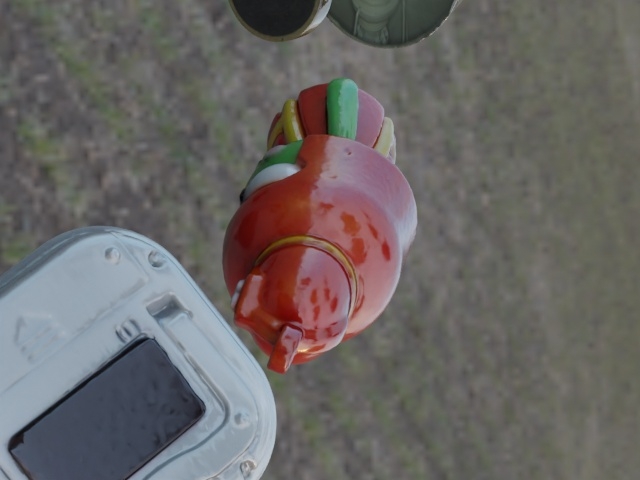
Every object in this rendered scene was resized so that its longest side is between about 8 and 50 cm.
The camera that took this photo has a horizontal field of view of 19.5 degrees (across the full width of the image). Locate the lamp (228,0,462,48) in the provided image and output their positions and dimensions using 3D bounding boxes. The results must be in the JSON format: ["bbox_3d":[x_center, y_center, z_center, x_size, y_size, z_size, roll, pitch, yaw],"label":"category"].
[{"bbox_3d":[0.031,-0.181,1.203,0.215,0.121,0.121,-24,111,-55],"label":"lamp"}]

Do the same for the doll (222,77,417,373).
[{"bbox_3d":[-0.001,0.000,1.639,0.363,0.160,0.182,-70,-179,-54],"label":"doll"}]

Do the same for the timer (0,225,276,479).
[{"bbox_3d":[-0.169,0.127,1.340,0.237,0.262,0.087,51,-24,0],"label":"timer"}]
